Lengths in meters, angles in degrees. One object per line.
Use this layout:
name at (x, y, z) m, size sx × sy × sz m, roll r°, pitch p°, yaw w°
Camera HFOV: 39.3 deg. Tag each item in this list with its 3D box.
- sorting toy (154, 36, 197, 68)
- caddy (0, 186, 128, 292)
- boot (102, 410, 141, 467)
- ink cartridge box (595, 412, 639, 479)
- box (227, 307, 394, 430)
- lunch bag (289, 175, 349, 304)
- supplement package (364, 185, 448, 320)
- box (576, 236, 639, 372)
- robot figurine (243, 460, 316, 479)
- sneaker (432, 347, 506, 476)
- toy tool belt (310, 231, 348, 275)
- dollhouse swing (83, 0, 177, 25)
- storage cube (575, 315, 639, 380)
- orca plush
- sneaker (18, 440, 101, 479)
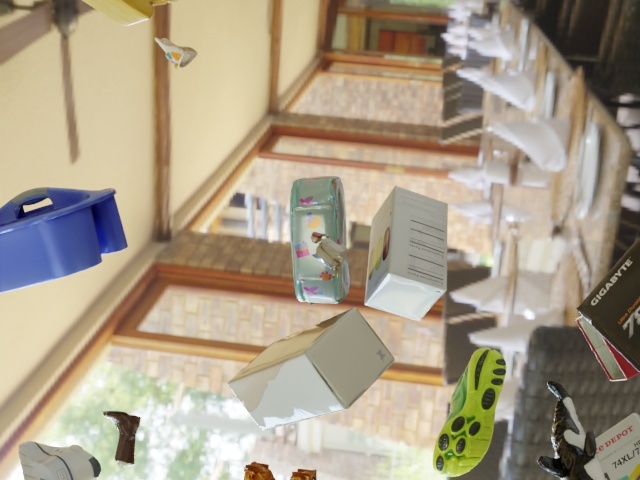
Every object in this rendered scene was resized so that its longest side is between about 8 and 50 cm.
sorting toy at (-0.303, -0.391, 1.837) m, size 0.045 × 0.075 × 0.083 m, roll -49°, pitch -2°, yaw 16°
caddy at (-0.569, -0.021, 1.854) m, size 0.241 × 0.341 × 0.179 m, roll -47°, pitch -59°, yaw -67°
boot at (-0.437, 0.430, 1.941) m, size 0.106 × 0.037 × 0.114 m, roll 27°, pitch -117°, yaw -43°
ink cartridge box at (0.700, 0.551, 1.910) m, size 0.198 × 0.197 × 0.270 m, roll -43°, pitch 38°, yaw 24°
box at (-0.023, 0.238, 1.613) m, size 0.148 × 0.121 × 0.311 m, roll -39°, pitch 5°, yaw -36°
lunch bag at (0.000, 0.000, 1.944) m, size 0.224 × 0.108 × 0.279 m, roll -46°, pitch -46°, yaw -81°
supplement package at (0.189, 0.028, 1.951) m, size 0.139 × 0.134 × 0.244 m, roll 121°, pitch 162°, yaw -48°
box at (0.556, 0.073, 1.306) m, size 0.295 × 0.073 × 0.293 m, roll -50°, pitch 27°, yaw 11°
robot figurine at (-0.087, 0.587, 1.745) m, size 0.085 × 0.211 × 0.291 m, roll 5°, pitch -94°, yaw -67°
sneaker at (0.331, 0.382, 1.963) m, size 0.123 × 0.109 × 0.295 m, roll 86°, pitch -151°, yaw -71°
toy tool belt at (0.008, 0.025, 1.594) m, size 0.052 × 0.083 × 0.051 m, roll -8°, pitch -56°, yaw -48°
dollhouse swing at (-0.391, -0.608, 1.840) m, size 0.346 × 0.315 × 0.305 m, roll -60°, pitch 9°, yaw -15°
storage cube at (0.778, 0.224, 2.231) m, size 0.183 × 0.193 × 0.215 m, roll 62°, pitch -178°, yaw 11°
orca plush at (0.477, 0.410, 1.764) m, size 0.151 × 0.102 × 0.287 m, roll 82°, pitch 180°, yaw -55°
sneaker at (-0.449, 0.392, 1.537) m, size 0.258 × 0.091 × 0.094 m, roll -1°, pitch 97°, yaw 56°
